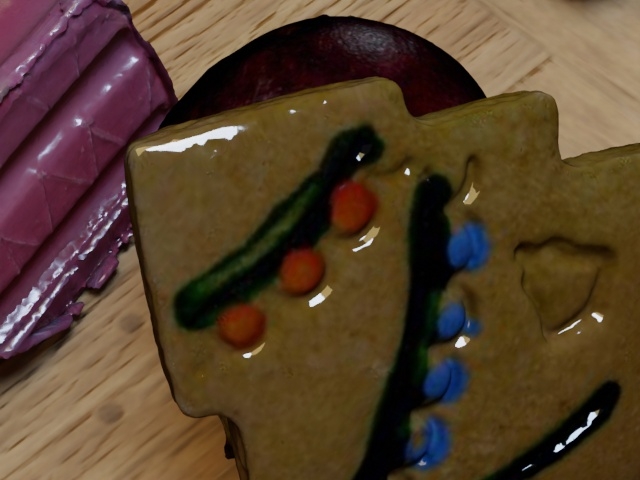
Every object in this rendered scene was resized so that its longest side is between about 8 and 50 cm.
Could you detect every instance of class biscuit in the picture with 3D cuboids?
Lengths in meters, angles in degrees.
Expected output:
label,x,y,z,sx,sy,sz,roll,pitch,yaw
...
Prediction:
label,x,y,z,sx,sy,sz,roll,pitch,yaw
biscuit,0.040,0.042,0.578,0.278,0.301,0.043,-61,25,3

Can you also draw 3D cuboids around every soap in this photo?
label,x,y,z,sx,sy,sz,roll,pitch,yaw
soap,-0.188,-0.021,0.743,0.099,0.162,0.250,23,63,28

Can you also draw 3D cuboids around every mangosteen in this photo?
label,x,y,z,sx,sy,sz,roll,pitch,yaw
mangosteen,0.000,0.000,0.669,0.194,0.194,0.230,4,73,18
